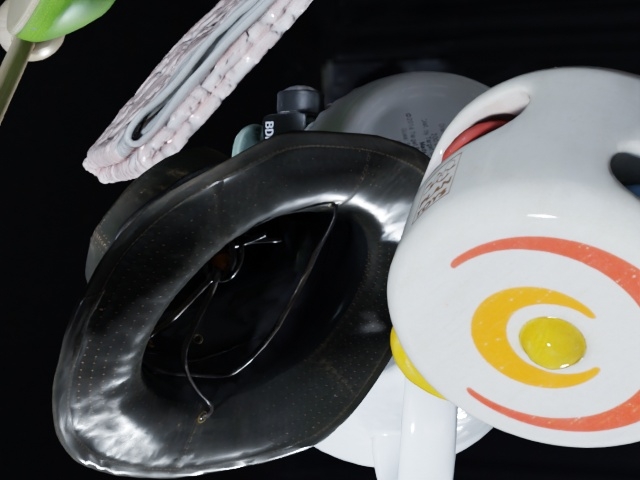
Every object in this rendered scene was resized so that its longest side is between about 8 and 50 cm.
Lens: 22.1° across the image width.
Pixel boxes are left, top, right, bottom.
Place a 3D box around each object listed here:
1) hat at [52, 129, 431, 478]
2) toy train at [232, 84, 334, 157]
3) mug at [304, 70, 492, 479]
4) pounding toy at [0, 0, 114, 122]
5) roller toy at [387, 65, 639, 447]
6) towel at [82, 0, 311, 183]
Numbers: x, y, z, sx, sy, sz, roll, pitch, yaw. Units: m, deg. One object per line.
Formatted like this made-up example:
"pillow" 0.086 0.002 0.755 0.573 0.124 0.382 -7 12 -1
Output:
"hat" -0.068 0.022 1.154 0.331 0.134 0.331 -26 -40 -24
"toy train" 0.000 0.000 1.813 0.190 0.142 0.334 5 -96 -52
"mug" 0.078 0.055 1.402 0.328 0.276 0.374 101 170 -61
"pounding toy" -0.145 -0.188 1.146 0.110 0.237 0.183 21 -149 -19
"roller toy" 0.137 0.014 0.907 0.146 0.209 0.191 -66 -26 -45
"towel" -0.098 -0.193 1.617 0.053 0.317 0.332 44 -100 -11
